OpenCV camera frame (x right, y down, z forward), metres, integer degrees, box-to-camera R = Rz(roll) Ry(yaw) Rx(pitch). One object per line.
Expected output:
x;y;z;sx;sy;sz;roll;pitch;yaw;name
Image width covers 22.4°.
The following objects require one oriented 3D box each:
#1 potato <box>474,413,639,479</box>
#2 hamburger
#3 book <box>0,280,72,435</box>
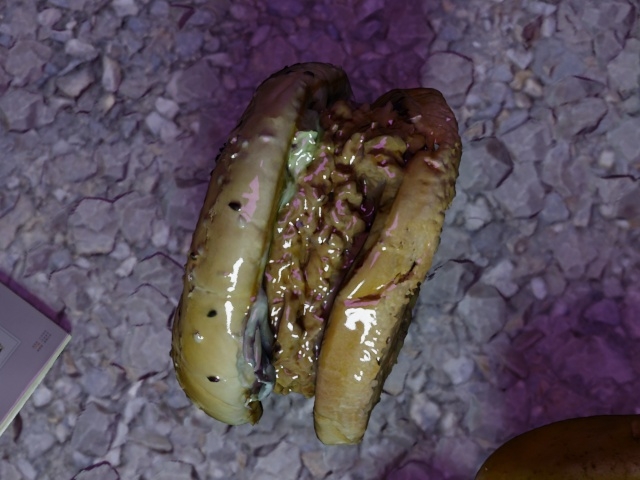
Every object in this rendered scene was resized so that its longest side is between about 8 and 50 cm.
0.297;0.233;1.261;0.369;0.176;0.195;10;85;10;potato
0.000;0.000;1.331;0.195;0.277;0.318;16;74;5;hamburger
-0.332;0.087;1.490;0.182;0.014;0.127;35;84;16;book
